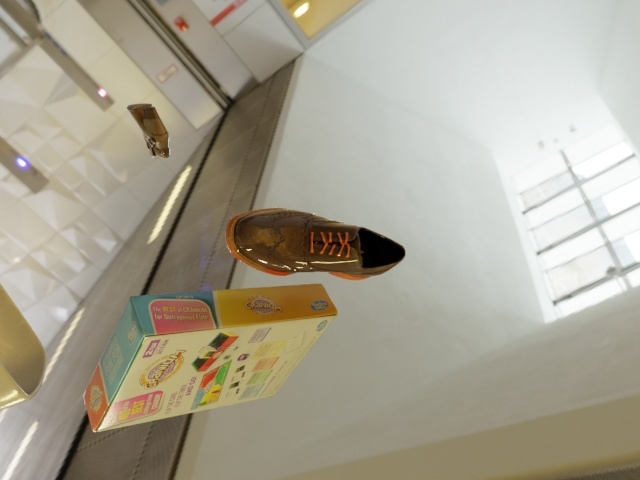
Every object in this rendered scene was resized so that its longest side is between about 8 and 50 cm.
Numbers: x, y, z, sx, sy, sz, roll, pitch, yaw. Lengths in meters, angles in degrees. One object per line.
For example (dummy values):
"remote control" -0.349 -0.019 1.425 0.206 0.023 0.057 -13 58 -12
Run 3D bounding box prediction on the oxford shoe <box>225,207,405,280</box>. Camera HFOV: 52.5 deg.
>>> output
"oxford shoe" 0.000 0.000 0.901 0.098 0.271 0.096 -13 -106 51

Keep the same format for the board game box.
"board game box" -0.160 0.170 0.970 0.242 0.317 0.064 -55 -129 35

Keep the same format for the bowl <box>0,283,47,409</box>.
"bowl" -0.279 0.068 0.510 0.053 0.142 0.142 -33 -165 -11

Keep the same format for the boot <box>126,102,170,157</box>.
"boot" -0.286 -0.182 1.083 0.042 0.086 0.118 -22 -154 -24
